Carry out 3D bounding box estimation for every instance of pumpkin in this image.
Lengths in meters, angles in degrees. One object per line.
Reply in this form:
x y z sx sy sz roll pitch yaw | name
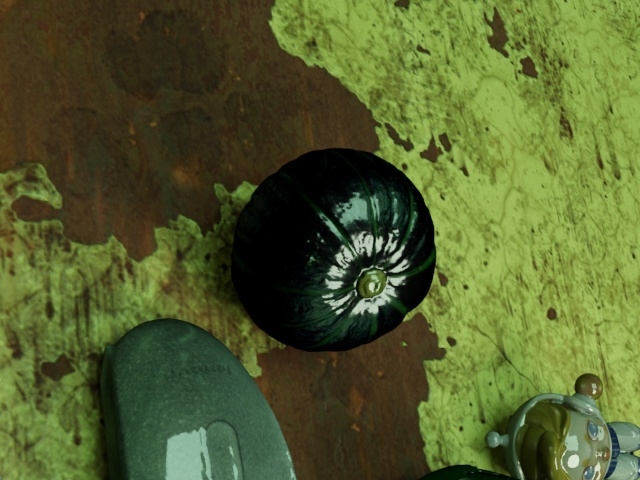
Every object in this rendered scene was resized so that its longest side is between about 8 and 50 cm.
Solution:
0.000 0.000 1.461 0.248 0.248 0.248 16 61 -33 | pumpkin

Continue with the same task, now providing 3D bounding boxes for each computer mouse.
-0.127 0.257 1.292 0.203 0.114 0.374 -4 75 -41 | computer mouse

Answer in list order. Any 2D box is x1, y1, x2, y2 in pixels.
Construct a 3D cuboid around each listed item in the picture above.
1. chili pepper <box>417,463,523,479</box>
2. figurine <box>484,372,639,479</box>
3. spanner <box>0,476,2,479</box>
0.215 0.384 1.439 0.256 0.233 0.249 21 55 -23 | chili pepper
0.347 0.270 1.664 0.274 0.133 0.194 -19 106 -48 | figurine
-0.310 0.268 1.203 0.093 0.026 0.325 -33 91 -41 | spanner
